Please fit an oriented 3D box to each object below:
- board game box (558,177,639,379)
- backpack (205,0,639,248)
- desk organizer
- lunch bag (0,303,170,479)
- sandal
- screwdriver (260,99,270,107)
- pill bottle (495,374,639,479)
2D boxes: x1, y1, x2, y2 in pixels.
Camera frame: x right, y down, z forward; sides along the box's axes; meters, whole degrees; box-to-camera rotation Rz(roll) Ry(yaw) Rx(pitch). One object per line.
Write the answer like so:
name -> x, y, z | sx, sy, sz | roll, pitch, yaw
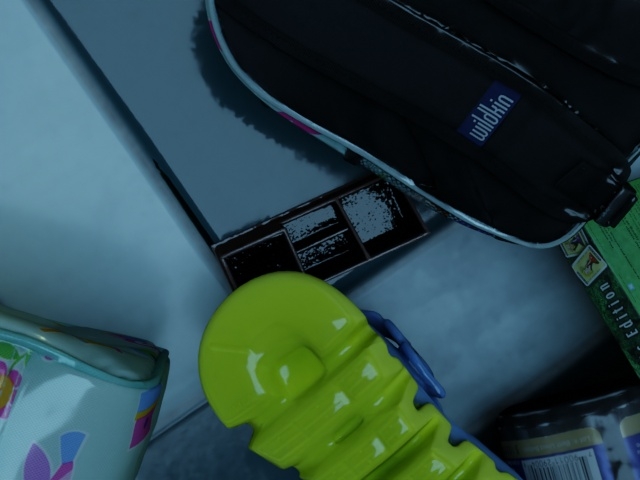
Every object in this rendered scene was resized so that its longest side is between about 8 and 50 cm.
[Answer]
board game box -> 0.250, 0.077, 0.572 | 0.136, 0.030, 0.259 | -16, 72, -38
backpack -> 0.073, -0.147, 0.498 | 0.254, 0.191, 0.225 | 25, 120, -14
desk organizer -> 0.000, 0.000, 0.591 | 0.130, 0.050, 0.047 | -25, 100, -7
lunch bag -> -0.215, 0.075, 0.477 | 0.279, 0.224, 0.107 | 17, 83, -6
sandal -> 0.063, 0.148, 0.549 | 0.126, 0.138, 0.317 | -35, 85, 8
screwdriver -> -0.042, -0.168, 0.580 | 0.025, 0.024, 0.169 | -6, 97, 20
pill bottle -> 0.198, 0.202, 0.584 | 0.123, 0.123, 0.219 | -13, 80, -8
